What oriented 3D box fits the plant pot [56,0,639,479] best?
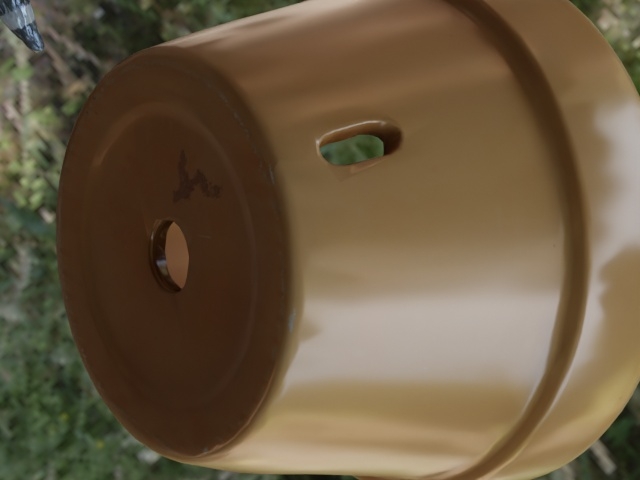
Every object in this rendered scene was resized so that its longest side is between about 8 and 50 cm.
[{"bbox_3d":[0.000,0.000,0.813,0.203,0.291,0.291,-7,147,-39],"label":"plant pot"}]

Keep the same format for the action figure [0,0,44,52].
[{"bbox_3d":[-0.287,-0.347,1.379,0.341,0.178,0.330,-35,144,-37],"label":"action figure"}]
